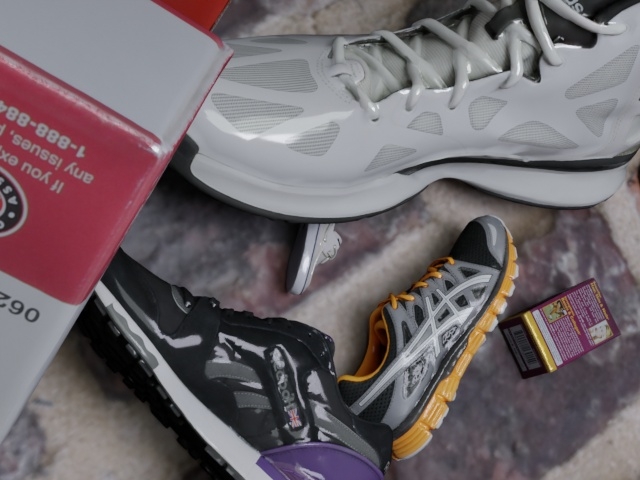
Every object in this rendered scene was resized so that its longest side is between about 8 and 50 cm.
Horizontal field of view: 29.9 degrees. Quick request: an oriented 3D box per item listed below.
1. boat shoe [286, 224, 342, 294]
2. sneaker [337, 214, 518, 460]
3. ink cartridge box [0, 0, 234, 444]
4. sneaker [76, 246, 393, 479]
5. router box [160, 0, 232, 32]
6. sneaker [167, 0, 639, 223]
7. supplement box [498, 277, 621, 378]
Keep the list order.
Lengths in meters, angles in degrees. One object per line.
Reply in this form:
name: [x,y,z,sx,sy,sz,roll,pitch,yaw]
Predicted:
boat shoe: [0.000,0.000,0.942,0.035,0.035,0.100,21,62,-14]
sneaker: [0.084,0.062,0.936,0.083,0.084,0.214,33,66,-7]
ink cartridge box: [-0.265,0.006,0.613,0.279,0.384,0.160,30,27,-10]
sneaker: [-0.062,0.086,0.849,0.124,0.107,0.283,-44,105,-20]
router box: [-0.121,-0.245,0.783,0.082,0.301,0.335,14,63,-21]
sneaker: [0.102,-0.152,0.884,0.448,0.257,0.169,-2,55,-28]
supplement box: [0.201,0.074,1.003,0.083,0.043,0.055,-22,85,-26]
